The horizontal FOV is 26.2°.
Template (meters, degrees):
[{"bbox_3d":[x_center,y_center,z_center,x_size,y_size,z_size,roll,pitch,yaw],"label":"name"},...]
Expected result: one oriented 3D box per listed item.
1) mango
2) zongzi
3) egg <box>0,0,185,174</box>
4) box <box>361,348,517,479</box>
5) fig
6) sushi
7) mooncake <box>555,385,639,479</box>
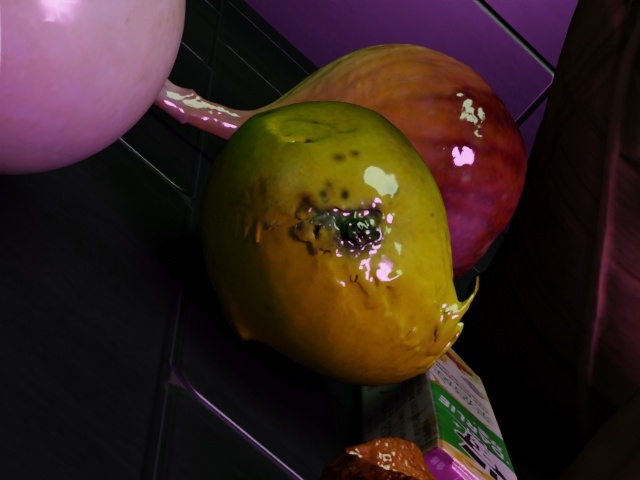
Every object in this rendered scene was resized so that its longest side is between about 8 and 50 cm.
[{"bbox_3d":[-0.001,0.000,0.586,0.178,0.100,0.119,-137,-150,-76],"label":"mango"},{"bbox_3d":[0.313,0.031,0.804,0.467,0.218,0.500,47,-30,29],"label":"zongzi"},{"bbox_3d":[-0.102,-0.081,0.451,0.114,0.114,0.152,40,7,-18],"label":"egg"},{"bbox_3d":[0.047,0.081,0.581,0.050,0.041,0.207,47,7,-7],"label":"box"},{"bbox_3d":[0.016,-0.071,0.846,0.230,0.143,0.160,38,-11,-6],"label":"fig"},{"bbox_3d":[0.023,0.090,0.402,0.047,0.050,0.099,44,-1,29],"label":"sushi"},{"bbox_3d":[0.244,0.171,0.568,0.324,0.187,0.324,42,11,-10],"label":"mooncake"}]
